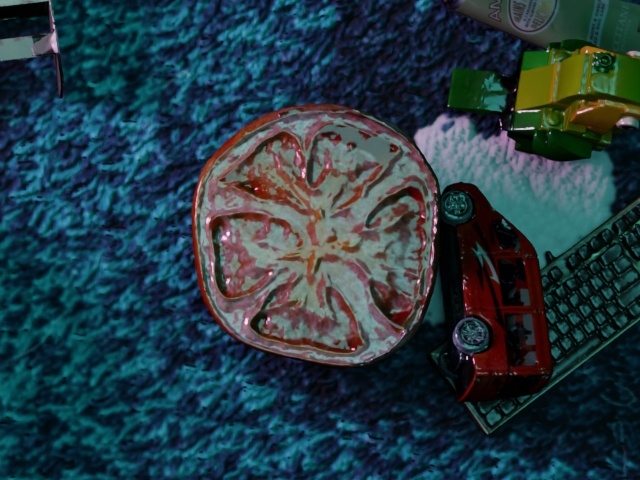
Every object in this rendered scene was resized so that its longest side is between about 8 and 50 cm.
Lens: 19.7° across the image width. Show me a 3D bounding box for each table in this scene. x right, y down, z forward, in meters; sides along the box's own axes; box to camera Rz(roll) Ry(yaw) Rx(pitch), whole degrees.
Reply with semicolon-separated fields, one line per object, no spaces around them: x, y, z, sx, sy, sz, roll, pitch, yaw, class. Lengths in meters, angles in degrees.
-0.312;-0.208;1.632;0.146;0.062;0.175;-8;82;-11;table

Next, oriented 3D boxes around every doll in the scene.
0.226;-0.130;1.660;0.134;0.186;0.106;20;74;-35;doll

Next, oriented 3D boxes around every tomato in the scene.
0.000;0.000;1.622;0.236;0.095;0.237;0;87;0;tomato

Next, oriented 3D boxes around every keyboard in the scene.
0.247;0.048;1.703;0.317;0.027;0.106;-36;88;-13;keyboard

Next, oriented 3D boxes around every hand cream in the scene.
0.218;-0.214;1.735;0.235;0.055;0.086;18;80;-14;hand cream

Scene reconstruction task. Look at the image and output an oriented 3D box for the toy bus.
0.148;0.043;1.639;0.089;0.081;0.195;-2;66;-10;toy bus
